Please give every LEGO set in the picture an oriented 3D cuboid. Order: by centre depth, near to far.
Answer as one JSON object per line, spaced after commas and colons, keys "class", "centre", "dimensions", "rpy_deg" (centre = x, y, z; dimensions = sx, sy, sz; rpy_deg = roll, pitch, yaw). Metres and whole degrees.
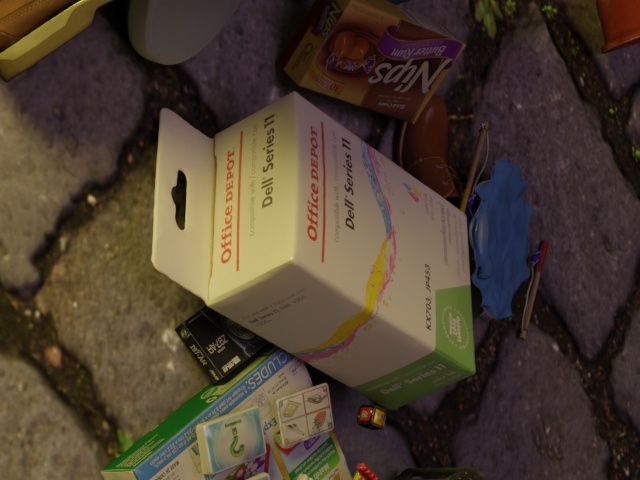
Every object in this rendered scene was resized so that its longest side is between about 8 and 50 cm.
{"class": "LEGO set", "centre": [-0.007, 0.237, 1.660], "dimensions": [0.244, 0.060, 0.182], "rpy_deg": [-14, 98, -47]}

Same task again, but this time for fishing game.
{"class": "fishing game", "centre": [0.201, 0.001, 1.977], "dimensions": [0.264, 0.041, 0.189], "rpy_deg": [52, 47, -52]}

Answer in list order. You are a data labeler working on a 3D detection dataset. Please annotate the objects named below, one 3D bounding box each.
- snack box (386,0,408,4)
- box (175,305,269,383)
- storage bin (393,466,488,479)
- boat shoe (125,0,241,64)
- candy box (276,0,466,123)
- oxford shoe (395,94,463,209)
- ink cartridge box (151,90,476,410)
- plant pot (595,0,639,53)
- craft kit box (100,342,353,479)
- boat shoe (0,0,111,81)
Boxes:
{"class": "snack box", "centre": [0.119, -0.305, 1.884], "dimensions": [0.037, 0.141, 0.100], "rpy_deg": [55, 50, -25]}
{"class": "box", "centre": [-0.093, 0.090, 1.676], "dimensions": [0.083, 0.018, 0.067], "rpy_deg": [-36, 90, -43]}
{"class": "storage bin", "centre": [0.132, 0.338, 1.816], "dimensions": [0.084, 0.122, 0.180], "rpy_deg": [-33, 108, -45]}
{"class": "boat shoe", "centre": [-0.133, -0.358, 1.639], "dimensions": [0.136, 0.156, 0.367], "rpy_deg": [-1, 114, -51]}
{"class": "candy box", "centre": [0.055, -0.198, 1.827], "dimensions": [0.187, 0.053, 0.109], "rpy_deg": [15, 115, -44]}
{"class": "oxford shoe", "centre": [0.129, -0.066, 1.909], "dimensions": [0.076, 0.076, 0.212], "rpy_deg": [16, 71, -43]}
{"class": "ink cartridge box", "centre": [0.000, 0.000, 1.695], "dimensions": [0.353, 0.119, 0.207], "rpy_deg": [32, 44, -39]}
{"class": "plant pot", "centre": [0.441, -0.406, 2.172], "dimensions": [0.272, 0.272, 0.265], "rpy_deg": [-21, 92, -46]}
{"class": "craft kit box", "centre": [-0.068, 0.260, 1.668], "dimensions": [0.250, 0.061, 0.246], "rpy_deg": [-37, 108, -43]}
{"class": "boat shoe", "centre": [-0.181, -0.267, 1.496], "dimensions": [0.307, 0.111, 0.104], "rpy_deg": [-37, 103, -7]}
